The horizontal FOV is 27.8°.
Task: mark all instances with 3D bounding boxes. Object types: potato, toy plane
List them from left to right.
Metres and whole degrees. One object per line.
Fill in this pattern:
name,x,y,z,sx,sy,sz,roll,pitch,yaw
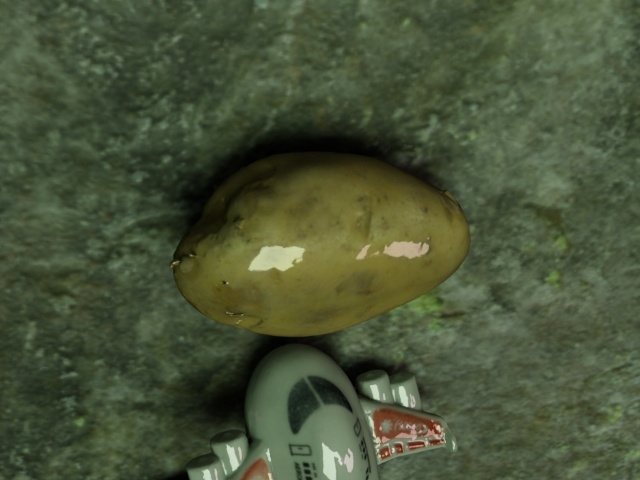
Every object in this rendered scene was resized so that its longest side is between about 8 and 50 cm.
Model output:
potato,0.001,-0.003,1.004,0.235,0.128,0.161,-18,144,-4
toy plane,0.004,0.210,1.126,0.252,0.118,0.252,-1,92,-24
